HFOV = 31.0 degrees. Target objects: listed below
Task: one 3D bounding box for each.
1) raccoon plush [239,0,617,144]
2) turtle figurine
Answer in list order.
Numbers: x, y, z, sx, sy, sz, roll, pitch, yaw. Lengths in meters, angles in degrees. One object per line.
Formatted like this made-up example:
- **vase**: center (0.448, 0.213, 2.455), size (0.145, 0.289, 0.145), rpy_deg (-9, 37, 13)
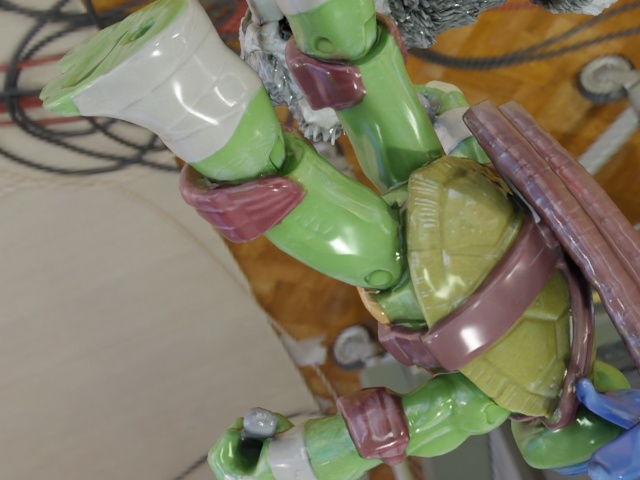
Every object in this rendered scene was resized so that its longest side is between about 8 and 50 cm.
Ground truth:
- **raccoon plush**: center (0.120, -0.209, 1.140), size (0.446, 0.216, 0.299), rpy_deg (17, 92, -25)
- **turtle figurine**: center (0.000, 0.000, 0.494), size (0.198, 0.274, 0.266), rpy_deg (-39, 115, -4)
